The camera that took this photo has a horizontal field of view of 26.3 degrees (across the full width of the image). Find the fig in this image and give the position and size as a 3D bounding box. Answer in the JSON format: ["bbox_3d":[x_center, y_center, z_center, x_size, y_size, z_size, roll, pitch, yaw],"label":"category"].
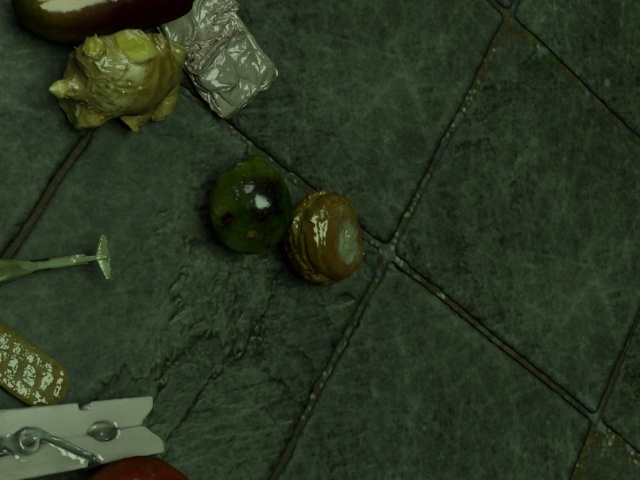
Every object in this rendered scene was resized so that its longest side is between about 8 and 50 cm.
[{"bbox_3d":[-0.104,-0.063,1.978,0.123,0.123,0.156,25,32,-27],"label":"fig"}]

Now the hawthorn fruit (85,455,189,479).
[{"bbox_3d":[-0.269,0.397,1.738,0.299,0.211,0.211,-21,94,-27],"label":"hawthorn fruit"}]

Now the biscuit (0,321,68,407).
[{"bbox_3d":[-0.395,0.166,1.796,0.147,0.018,0.071,41,65,-20],"label":"biscuit"}]

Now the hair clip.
[{"bbox_3d":[-0.359,0.260,1.752,0.330,0.085,0.101,-3,71,-36],"label":"hair clip"}]

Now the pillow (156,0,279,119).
[{"bbox_3d":[-0.166,-0.308,1.997,0.135,0.049,0.248,-40,102,-26],"label":"pillow"}]

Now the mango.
[{"bbox_3d":[-0.294,-0.344,1.879,0.267,0.111,0.133,-16,99,-22],"label":"mango"}]

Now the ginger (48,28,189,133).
[{"bbox_3d":[-0.277,-0.219,1.863,0.216,0.157,0.102,-11,55,-38],"label":"ginger"}]

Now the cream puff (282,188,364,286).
[{"bbox_3d":[-0.001,-0.001,2.019,0.126,0.103,0.144,-42,122,-45],"label":"cream puff"}]

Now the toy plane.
[{"bbox_3d":[-0.404,0.039,1.767,0.286,0.108,0.092,-7,85,-46],"label":"toy plane"}]
